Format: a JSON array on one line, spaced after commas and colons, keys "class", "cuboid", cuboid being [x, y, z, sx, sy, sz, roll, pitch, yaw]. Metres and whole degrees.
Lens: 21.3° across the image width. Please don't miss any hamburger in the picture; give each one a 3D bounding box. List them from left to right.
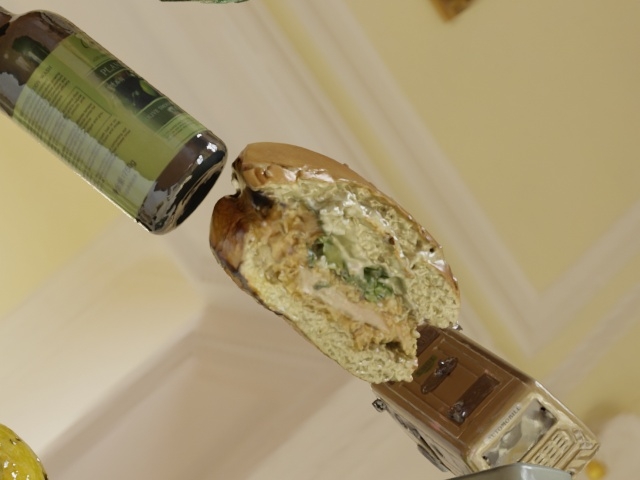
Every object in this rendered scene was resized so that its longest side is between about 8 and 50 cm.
[{"class": "hamburger", "cuboid": [0.000, 0.000, 1.479, 0.144, 0.283, 0.156, -46, -137, 4]}]

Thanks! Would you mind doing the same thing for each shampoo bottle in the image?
[{"class": "shampoo bottle", "cuboid": [-0.214, -0.125, 1.454, 0.101, 0.284, 0.101, -50, 172, -10]}]

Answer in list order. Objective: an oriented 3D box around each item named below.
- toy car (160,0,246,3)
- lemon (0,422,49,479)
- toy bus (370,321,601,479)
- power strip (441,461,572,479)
[{"class": "toy car", "cuboid": [-0.107, -0.275, 1.472, 0.097, 0.141, 0.321, -2, -172, 4]}, {"class": "lemon", "cuboid": [-0.430, 0.302, 1.934, 0.253, 0.228, 0.228, 7, -136, 45]}, {"class": "toy bus", "cuboid": [0.168, 0.190, 1.867, 0.139, 0.157, 0.289, -45, -155, -5]}, {"class": "power strip", "cuboid": [0.097, 0.250, 1.448, 0.265, 0.059, 0.193, -19, 160, 26]}]
